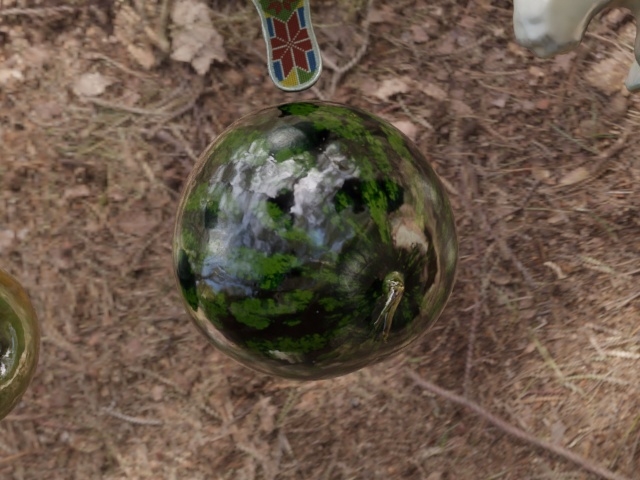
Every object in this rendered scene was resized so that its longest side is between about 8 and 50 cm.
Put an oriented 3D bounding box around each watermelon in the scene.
[{"bbox_3d":[-0.003,-0.001,0.936,0.269,0.269,0.269,2,94,28],"label":"watermelon"}]

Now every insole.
[{"bbox_3d":[-0.037,-0.224,0.959,0.065,0.006,0.193,-15,69,10],"label":"insole"}]

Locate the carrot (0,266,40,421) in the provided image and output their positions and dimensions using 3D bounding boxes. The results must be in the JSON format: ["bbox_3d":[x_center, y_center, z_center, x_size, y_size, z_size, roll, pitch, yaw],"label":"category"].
[{"bbox_3d":[-0.474,0.118,1.155,0.340,0.224,0.224,-7,90,44],"label":"carrot"}]

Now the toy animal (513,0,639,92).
[{"bbox_3d":[0.237,-0.165,0.699,0.308,0.188,0.266,-29,106,-15],"label":"toy animal"}]
